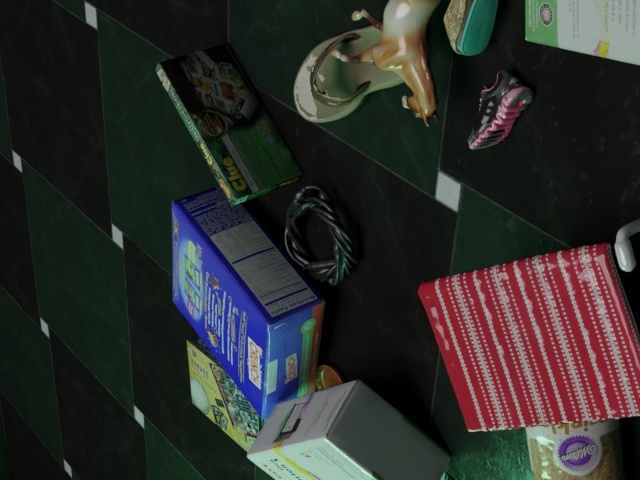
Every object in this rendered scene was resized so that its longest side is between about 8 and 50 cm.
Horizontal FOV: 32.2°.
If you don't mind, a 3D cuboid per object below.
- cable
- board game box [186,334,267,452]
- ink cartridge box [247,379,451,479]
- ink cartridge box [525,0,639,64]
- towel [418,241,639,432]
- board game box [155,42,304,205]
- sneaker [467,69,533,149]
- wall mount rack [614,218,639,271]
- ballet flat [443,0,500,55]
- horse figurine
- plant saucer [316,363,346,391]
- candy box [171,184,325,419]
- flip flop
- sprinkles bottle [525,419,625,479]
[{"bbox_3d":[0.000,0.000,1.764,0.150,0.047,0.184,50,148,12],"label":"cable"},{"bbox_3d":[-0.177,0.308,2.196,0.243,0.042,0.165,32,133,42],"label":"board game box"},{"bbox_3d":[0.038,0.342,1.765,0.201,0.117,0.278,40,150,-13],"label":"ink cartridge box"},{"bbox_3d":[0.311,-0.264,1.105,0.212,0.093,0.154,26,130,48],"label":"ink cartridge box"},{"bbox_3d":[0.243,0.117,1.271,0.275,0.031,0.199,-16,96,46],"label":"towel"},{"bbox_3d":[-0.145,-0.188,1.770,0.260,0.136,0.030,61,145,12],"label":"board game box"},{"bbox_3d":[0.212,-0.161,1.360,0.057,0.047,0.119,60,140,24],"label":"sneaker"},{"bbox_3d":[0.440,0.103,1.101,0.350,0.130,0.304,-17,95,58],"label":"wall mount rack"},{"bbox_3d":[0.185,-0.311,1.286,0.067,0.073,0.206,62,146,36],"label":"ballet flat"},{"bbox_3d":[0.097,-0.293,1.376,0.174,0.066,0.263,38,126,41],"label":"horse figurine"},{"bbox_3d":[0.022,0.250,1.900,0.083,0.013,0.083,34,135,42],"label":"plant saucer"},{"bbox_3d":[-0.131,0.104,1.909,0.317,0.122,0.268,50,150,32],"label":"candy box"},{"bbox_3d":[0.035,-0.231,1.534,0.277,0.080,0.112,-11,99,57],"label":"flip flop"},{"bbox_3d":[0.311,0.232,1.372,0.121,0.121,0.355,11,118,52],"label":"sprinkles bottle"}]
